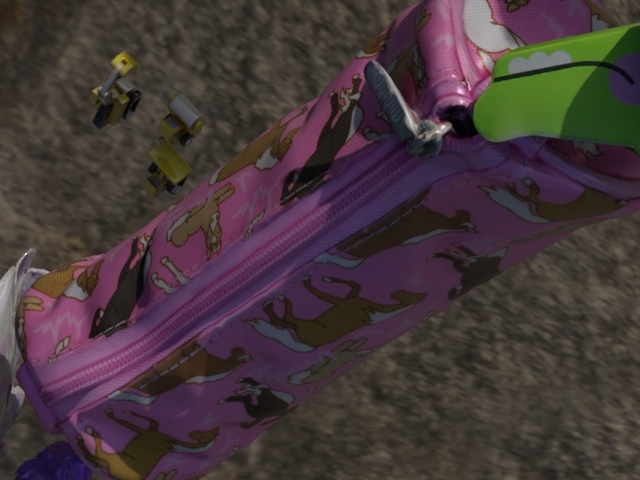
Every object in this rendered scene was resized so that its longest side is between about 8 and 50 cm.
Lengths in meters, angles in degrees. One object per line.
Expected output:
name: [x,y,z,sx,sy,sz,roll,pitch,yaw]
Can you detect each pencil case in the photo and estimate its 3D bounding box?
pencil case: [0.000,0.000,0.954,0.386,0.167,0.160,-35,40,37]

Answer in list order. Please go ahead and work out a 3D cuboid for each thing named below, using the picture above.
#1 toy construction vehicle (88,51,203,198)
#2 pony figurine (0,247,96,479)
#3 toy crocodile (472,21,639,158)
toy construction vehicle: [-0.122,-0.076,1.227,0.035,0.098,0.086,-38,83,-30]
pony figurine: [-0.218,0.223,1.132,0.363,0.351,0.303,30,122,-4]
toy crocodile: [0.230,-0.076,0.719,0.340,0.115,0.105,-10,97,9]
